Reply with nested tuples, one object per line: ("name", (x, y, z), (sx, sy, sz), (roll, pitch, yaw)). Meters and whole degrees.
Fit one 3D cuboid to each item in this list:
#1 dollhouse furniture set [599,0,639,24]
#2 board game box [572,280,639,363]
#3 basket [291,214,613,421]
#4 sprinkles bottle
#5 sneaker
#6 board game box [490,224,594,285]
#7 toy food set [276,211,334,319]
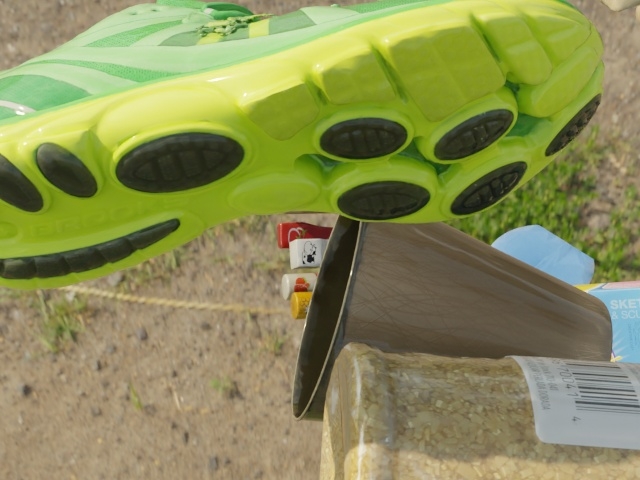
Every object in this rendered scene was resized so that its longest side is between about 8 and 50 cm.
("dollhouse furniture set", (0.322, -0.422, 0.969), (0.256, 0.362, 0.394), (-20, 20, 5))
("board game box", (0.366, 0.184, 1.585), (0.316, 0.242, 0.064), (-6, 6, 26))
("basket", (0.111, 0.080, 0.916), (0.226, 0.154, 0.204), (17, 77, -8))
("sprinkles bottle", (0.181, 0.122, 0.570), (0.355, 0.121, 0.121), (5, 53, -7))
("sneaker", (-0.025, -0.067, 0.471), (0.295, 0.109, 0.123), (-9, 47, -1))
("board game box", (0.338, 0.050, 1.716), (0.133, 0.033, 0.168), (-38, 51, -21))
("toy food set", (0.000, 0.000, 1.618), (0.104, 0.111, 0.232), (-2, 82, -17))
